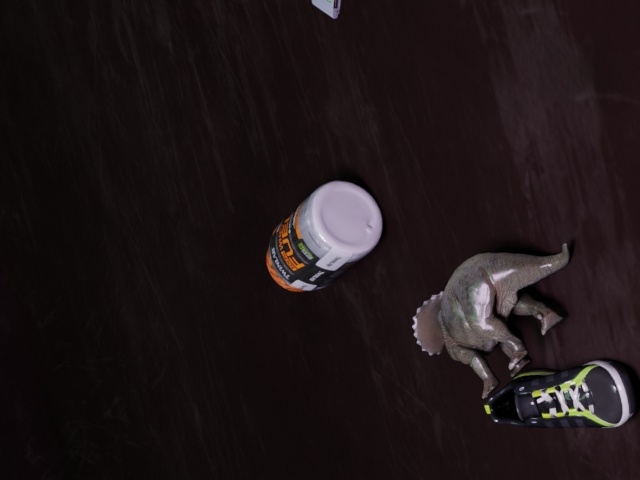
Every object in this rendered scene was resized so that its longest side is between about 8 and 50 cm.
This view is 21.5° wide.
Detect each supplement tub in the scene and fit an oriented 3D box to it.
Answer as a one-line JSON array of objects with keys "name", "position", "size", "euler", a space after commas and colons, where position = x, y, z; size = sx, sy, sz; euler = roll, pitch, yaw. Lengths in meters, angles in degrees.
[{"name": "supplement tub", "position": [0.000, 0.000, 2.392], "size": [0.117, 0.117, 0.190], "euler": [65, 148, 11]}]

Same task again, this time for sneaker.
[{"name": "sneaker", "position": [0.289, 0.204, 2.063], "size": [0.235, 0.097, 0.084], "euler": [-17, 92, 59]}]

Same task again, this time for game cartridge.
[{"name": "game cartridge", "position": [0.008, -0.350, 2.291], "size": [0.056, 0.017, 0.083], "euler": [43, 139, 44]}]

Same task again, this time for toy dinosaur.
[{"name": "toy dinosaur", "position": [0.206, 0.089, 2.115], "size": [0.160, 0.121, 0.313], "euler": [46, 147, 14]}]
